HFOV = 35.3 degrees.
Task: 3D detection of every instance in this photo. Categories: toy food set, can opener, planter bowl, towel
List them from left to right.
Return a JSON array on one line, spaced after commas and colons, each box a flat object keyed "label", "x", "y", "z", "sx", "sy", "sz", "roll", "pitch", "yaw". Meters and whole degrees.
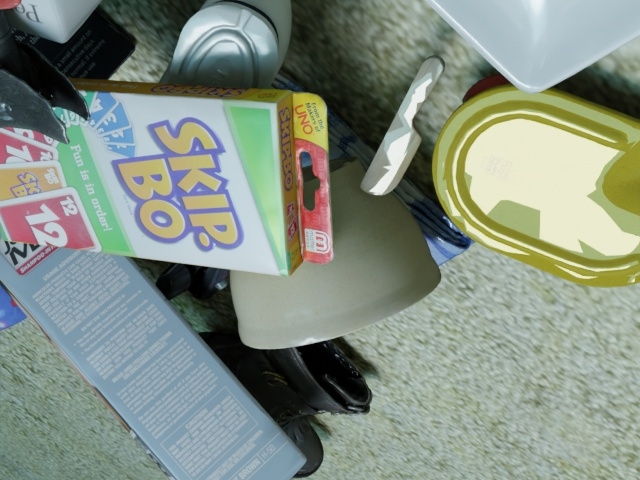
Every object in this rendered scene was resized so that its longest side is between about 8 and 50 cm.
[{"label": "can opener", "x": -0.111, "y": 0.021, "z": 1.009, "sx": 0.059, "sy": 0.073, "sz": 0.186, "roll": 41, "pitch": 149, "yaw": -3}, {"label": "towel", "x": -0.025, "y": -0.049, "z": 0.878, "sx": 0.285, "sy": 0.034, "sz": 0.209, "roll": 38, "pitch": 149, "yaw": -11}, {"label": "planter bowl", "x": 0.000, "y": 0.000, "z": 0.766, "sx": 0.162, "sy": 0.162, "sz": 0.109, "roll": -6, "pitch": 106, "yaw": 45}, {"label": "toy food set", "x": 0.153, "y": -0.056, "z": 0.697, "sx": 0.218, "sy": 0.071, "sz": 0.128, "roll": 24, "pitch": 124, "yaw": 9}]

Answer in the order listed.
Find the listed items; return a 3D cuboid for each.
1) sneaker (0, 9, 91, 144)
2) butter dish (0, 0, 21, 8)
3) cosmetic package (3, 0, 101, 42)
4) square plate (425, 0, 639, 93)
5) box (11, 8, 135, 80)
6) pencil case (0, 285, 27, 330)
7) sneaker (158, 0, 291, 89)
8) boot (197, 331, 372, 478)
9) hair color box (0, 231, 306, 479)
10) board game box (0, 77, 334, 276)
[{"label": "sneaker", "x": -0.235, "y": -0.107, "z": 0.662, "sx": 0.170, "sy": 0.051, "sz": 0.089, "roll": 3, "pitch": 131, "yaw": 32}, {"label": "butter dish", "x": -0.277, "y": -0.168, "z": 0.551, "sx": 0.160, "sy": 0.118, "sz": 0.160, "roll": 11, "pitch": 145, "yaw": 28}, {"label": "cosmetic package", "x": -0.232, "y": -0.319, "z": 0.557, "sx": 0.217, "sy": 0.156, "sz": 0.385, "roll": 18, "pitch": 146, "yaw": 18}, {"label": "square plate", "x": 0.103, "y": -0.255, "z": 0.465, "sx": 0.344, "sy": 0.049, "sz": 0.347, "roll": 41, "pitch": 147, "yaw": -15}, {"label": "box", "x": -0.375, "y": -0.167, "z": 0.872, "sx": 0.294, "sy": 0.182, "sz": 0.296, "roll": 44, "pitch": 145, "yaw": -18}, {"label": "pencil case", "x": -0.439, "y": -0.022, "z": 1.185, "sx": 0.133, "sy": 0.119, "sz": 0.306, "roll": 14, "pitch": 146, "yaw": 41}, {"label": "sneaker", "x": -0.086, "y": -0.097, "z": 0.745, "sx": 0.090, "sy": 0.094, "sz": 0.235, "roll": 30, "pitch": 130, "yaw": -14}, {"label": "boot", "x": -0.026, "y": 0.188, "z": 1.155, "sx": 0.229, "sy": 0.091, "sz": 0.263, "roll": -10, "pitch": 128, "yaw": 48}, {"label": "hair color box", "x": -0.190, "y": 0.128, "z": 1.060, "sx": 0.374, "sy": 0.114, "sz": 0.185, "roll": 49, "pitch": 163, "yaw": 3}, {"label": "board game box", "x": -0.117, "y": -0.047, "z": 0.696, "sx": 0.260, "sy": 0.039, "sz": 0.124, "roll": 5, "pitch": 116, "yaw": 18}]
